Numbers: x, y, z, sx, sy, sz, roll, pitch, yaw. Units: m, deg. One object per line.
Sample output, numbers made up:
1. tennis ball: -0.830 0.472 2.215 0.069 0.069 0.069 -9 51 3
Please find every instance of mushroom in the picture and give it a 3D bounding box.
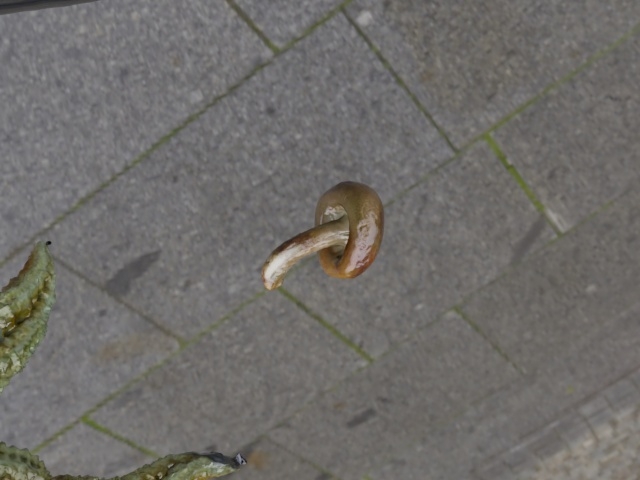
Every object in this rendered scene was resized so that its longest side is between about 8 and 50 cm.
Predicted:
1. mushroom: 0.006 0.003 0.974 0.129 0.088 0.073 -36 148 14

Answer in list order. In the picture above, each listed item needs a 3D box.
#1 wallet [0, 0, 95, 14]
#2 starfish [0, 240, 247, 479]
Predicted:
1. wallet: -0.070 -0.195 0.363 0.406 0.062 0.228 -13 111 -16
2. starfish: -0.211 0.100 0.537 0.358 0.347 0.078 40 122 -4
